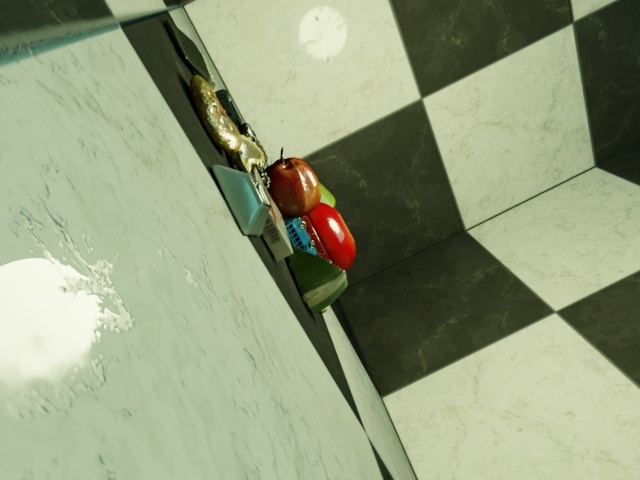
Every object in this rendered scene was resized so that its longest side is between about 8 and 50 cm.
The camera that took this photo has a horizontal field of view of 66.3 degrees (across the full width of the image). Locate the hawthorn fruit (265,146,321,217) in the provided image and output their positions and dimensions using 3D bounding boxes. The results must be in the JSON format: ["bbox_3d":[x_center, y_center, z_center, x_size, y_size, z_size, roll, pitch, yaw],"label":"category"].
[{"bbox_3d":[-0.128,-0.246,2.048,0.254,0.255,0.300,-115,-163,-56],"label":"hawthorn fruit"}]

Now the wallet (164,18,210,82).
[{"bbox_3d":[-0.481,-0.681,1.774,0.168,0.052,0.245,64,6,4],"label":"wallet"}]

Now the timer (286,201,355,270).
[{"bbox_3d":[0.000,0.000,2.295,0.377,0.280,0.378,63,4,-7],"label":"timer"}]

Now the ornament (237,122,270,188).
[{"bbox_3d":[-0.255,-0.280,1.850,0.251,0.106,0.260,58,10,-55],"label":"ornament"}]

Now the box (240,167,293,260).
[{"bbox_3d":[-0.181,-0.098,1.581,0.214,0.069,0.353,63,-1,-24],"label":"box"}]

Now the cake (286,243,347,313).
[{"bbox_3d":[-0.068,0.132,1.764,0.284,0.172,0.158,28,-21,21],"label":"cake"}]

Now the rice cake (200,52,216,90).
[{"bbox_3d":[-0.486,-0.706,2.049,0.057,0.052,0.256,104,-30,-43],"label":"rice cake"}]

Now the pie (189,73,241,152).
[{"bbox_3d":[-0.321,-0.379,1.482,0.273,0.069,0.273,59,3,-5],"label":"pie"}]

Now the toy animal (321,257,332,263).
[{"bbox_3d":[-0.020,0.137,1.975,0.232,0.148,0.084,-99,178,-45],"label":"toy animal"}]

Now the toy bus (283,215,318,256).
[{"bbox_3d":[-0.095,0.006,1.921,0.090,0.106,0.184,-4,-62,53],"label":"toy bus"}]

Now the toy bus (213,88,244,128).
[{"bbox_3d":[-0.363,-0.493,1.929,0.193,0.087,0.089,63,-6,4],"label":"toy bus"}]

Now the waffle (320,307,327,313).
[{"bbox_3d":[-0.022,0.217,2.061,0.191,0.046,0.160,63,1,-41],"label":"waffle"}]

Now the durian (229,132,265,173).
[{"bbox_3d":[-0.251,-0.266,1.606,0.140,0.078,0.224,32,29,-30],"label":"durian"}]

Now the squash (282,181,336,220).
[{"bbox_3d":[-0.115,-0.257,2.563,0.308,0.311,0.310,60,2,-32],"label":"squash"}]

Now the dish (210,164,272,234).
[{"bbox_3d":[-0.181,-0.107,1.240,0.181,0.080,0.243,63,0,1],"label":"dish"}]
